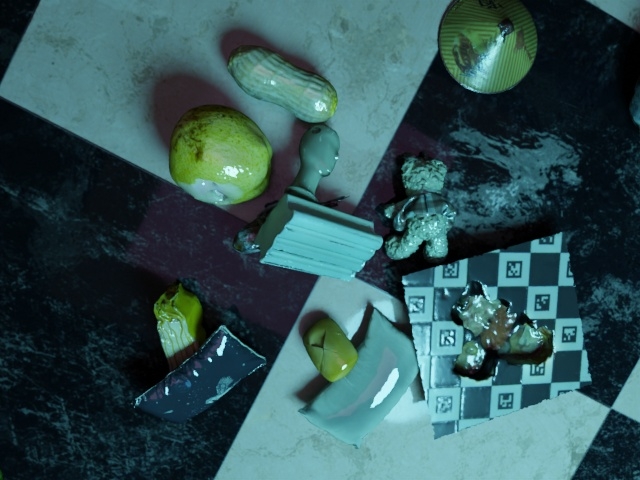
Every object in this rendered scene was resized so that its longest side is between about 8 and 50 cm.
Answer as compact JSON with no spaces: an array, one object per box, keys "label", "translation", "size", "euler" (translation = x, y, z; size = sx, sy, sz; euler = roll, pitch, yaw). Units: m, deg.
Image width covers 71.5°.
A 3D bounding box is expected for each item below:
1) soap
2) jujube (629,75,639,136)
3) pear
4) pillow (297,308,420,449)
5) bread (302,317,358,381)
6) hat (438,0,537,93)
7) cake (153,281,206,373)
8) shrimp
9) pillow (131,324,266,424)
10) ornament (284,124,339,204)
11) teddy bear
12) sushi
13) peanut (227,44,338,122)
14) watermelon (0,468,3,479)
[{"label":"soap","translation":[0.000,0.000,0.759],"size":[0.198,0.063,0.114],"euler":[16,124,-37]},{"label":"jujube","translation":[0.703,-0.297,0.767],"size":[0.226,0.226,0.317],"euler":[41,86,-6]},{"label":"pear","translation":[-0.162,-0.137,0.745],"size":[0.178,0.178,0.178],"euler":[0,95,-4]},{"label":"pillow","translation":[0.087,0.263,0.840],"size":[0.144,0.078,0.254],"euler":[38,91,-1]},{"label":"bread","translation":[0.013,0.197,0.816],"size":[0.082,0.056,0.115],"euler":[-39,55,9]},{"label":"hat","translation":[0.316,-0.369,0.795],"size":[0.193,0.082,0.193],"euler":[0,94,-3]},{"label":"cake","translation":[-0.247,0.170,0.798],"size":[0.079,0.116,0.185],"euler":[2,90,-5]},{"label":"shrimp","translation":[-0.052,-0.038,0.808],"size":[0.232,0.079,0.090],"euler":[-25,81,-8]},{"label":"pillow","translation":[-0.215,0.255,0.813],"size":[0.208,0.055,0.141],"euler":[-39,131,-2]},{"label":"ornament","translation":[-0.009,-0.133,0.778],"size":[0.081,0.075,0.156],"euler":[4,60,27]},{"label":"teddy bear","translation":[0.183,-0.059,0.801],"size":[0.133,0.111,0.213],"euler":[1,97,-7]},{"label":"sushi","translation":[0.327,0.170,0.858],"size":[0.339,0.069,0.320],"euler":[-16,98,-7]},{"label":"peanut","translation":[-0.066,-0.273,0.777],"size":[0.206,0.087,0.087],"euler":[25,93,-6]},{"label":"watermelon","translation":[-0.635,0.447,0.799],"size":[0.109,0.109,0.109],"euler":[0,95,-4]}]
